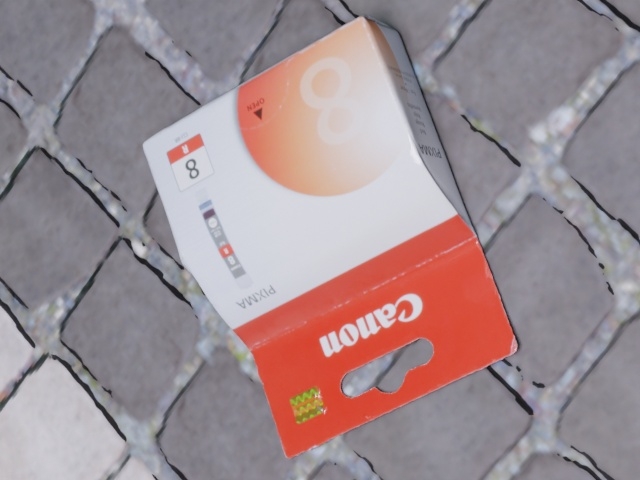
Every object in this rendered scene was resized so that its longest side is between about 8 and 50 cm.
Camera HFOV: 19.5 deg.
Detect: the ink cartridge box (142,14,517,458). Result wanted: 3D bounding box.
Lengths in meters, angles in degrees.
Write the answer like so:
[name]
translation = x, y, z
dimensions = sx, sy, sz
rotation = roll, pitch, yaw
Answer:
[ink cartridge box]
translation = 0.000, 0.000, 0.928
dimensions = 0.145, 0.045, 0.179
rotation = -28, 70, 25
